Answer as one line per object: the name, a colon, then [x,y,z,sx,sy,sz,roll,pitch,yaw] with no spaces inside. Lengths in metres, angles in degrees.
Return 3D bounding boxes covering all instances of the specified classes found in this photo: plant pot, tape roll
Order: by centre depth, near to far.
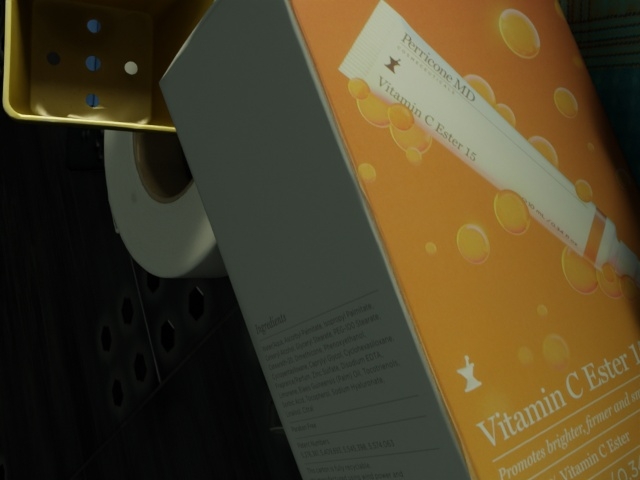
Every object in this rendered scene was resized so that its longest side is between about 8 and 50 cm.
plant pot: [-0.228,-0.211,0.821,0.187,0.212,0.212,178,93,-64]
tape roll: [-0.155,-0.145,0.932,0.392,0.072,0.392,-2,87,52]

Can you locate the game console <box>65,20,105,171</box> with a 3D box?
game console: [-0.352,-0.306,1.266,0.342,0.060,0.387,6,93,52]

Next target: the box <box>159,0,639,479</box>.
box: [0.073,0.003,0.490,0.168,0.215,0.345,-31,78,55]

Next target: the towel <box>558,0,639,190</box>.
towel: [0.163,-0.186,0.610,0.271,0.040,0.370,10,96,51]

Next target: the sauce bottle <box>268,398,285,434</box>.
sauce bottle: [0.000,0.000,0.696,0.111,0.111,0.344,-21,57,50]
